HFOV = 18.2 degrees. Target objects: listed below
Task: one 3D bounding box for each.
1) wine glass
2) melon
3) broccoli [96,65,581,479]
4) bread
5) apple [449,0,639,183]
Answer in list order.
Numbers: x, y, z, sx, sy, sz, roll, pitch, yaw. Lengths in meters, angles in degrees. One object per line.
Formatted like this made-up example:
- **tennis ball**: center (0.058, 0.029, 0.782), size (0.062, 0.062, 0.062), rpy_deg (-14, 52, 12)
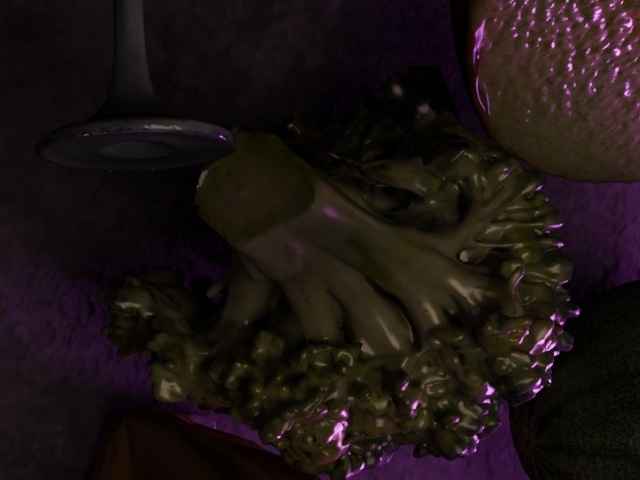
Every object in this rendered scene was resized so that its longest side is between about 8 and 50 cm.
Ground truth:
- **wine glass**: center (-0.179, -0.188, 1.002), size (0.264, 0.096, 0.309), rpy_deg (-5, 81, 10)
- **melon**: center (0.260, 0.109, 1.331), size (0.288, 0.182, 0.182), rpy_deg (-4, 108, -31)
- **broccoli**: center (0.000, 0.000, 1.102), size (0.243, 0.263, 0.247), rpy_deg (43, 58, -62)
- **bread**: center (-0.047, 0.188, 1.123), size (0.107, 0.241, 0.136), rpy_deg (19, 95, -34)
- **apple**: center (0.203, -0.160, 1.209), size (0.346, 0.179, 0.254), rpy_deg (4, 91, -33)
